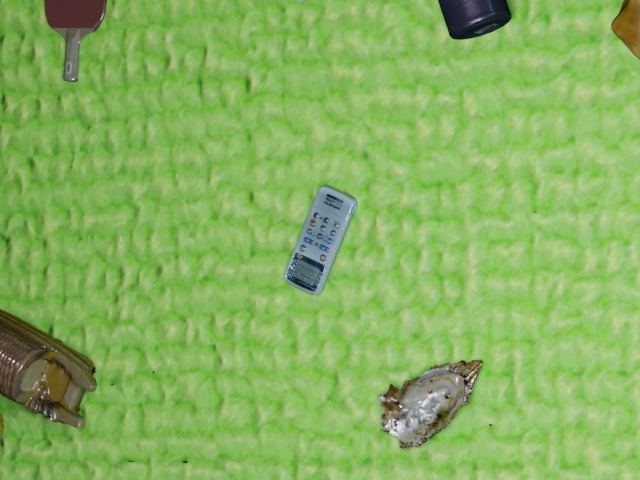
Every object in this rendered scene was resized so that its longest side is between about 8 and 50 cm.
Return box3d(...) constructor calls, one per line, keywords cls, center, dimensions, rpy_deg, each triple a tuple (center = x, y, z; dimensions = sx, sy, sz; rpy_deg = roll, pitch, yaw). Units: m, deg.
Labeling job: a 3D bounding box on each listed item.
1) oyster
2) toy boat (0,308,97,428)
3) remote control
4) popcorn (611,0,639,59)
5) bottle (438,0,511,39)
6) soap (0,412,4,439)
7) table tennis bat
box3d(cls="oyster", center=(0.127, 0.183, 1.771), dimensions=(0.132, 0.029, 0.086), rpy_deg=(-15, 90, 19))
box3d(cls="toy boat", center=(-0.398, 0.135, 1.943), dimensions=(0.310, 0.115, 0.089), rpy_deg=(28, 100, 21))
box3d(cls="remote control", center=(0.000, 0.000, 1.830), dimensions=(0.053, 0.018, 0.124), rpy_deg=(26, 99, 22))
box3d(cls="popcorn", center=(0.417, -0.258, 1.537), dimensions=(0.316, 0.281, 0.297), rpy_deg=(29, 83, 8))
box3d(cls="bottle", center=(0.139, -0.345, 1.742), dimensions=(0.072, 0.082, 0.244), rpy_deg=(-21, 81, 23))
box3d(cls="soap", center=(-0.466, 0.219, 1.919), dimensions=(0.160, 0.080, 0.257), rpy_deg=(42, 141, 16))
box3d(cls="table tennis bat", center=(-0.305, -0.276, 1.965), dimensions=(0.087, 0.013, 0.156), rpy_deg=(3, 89, 20))
